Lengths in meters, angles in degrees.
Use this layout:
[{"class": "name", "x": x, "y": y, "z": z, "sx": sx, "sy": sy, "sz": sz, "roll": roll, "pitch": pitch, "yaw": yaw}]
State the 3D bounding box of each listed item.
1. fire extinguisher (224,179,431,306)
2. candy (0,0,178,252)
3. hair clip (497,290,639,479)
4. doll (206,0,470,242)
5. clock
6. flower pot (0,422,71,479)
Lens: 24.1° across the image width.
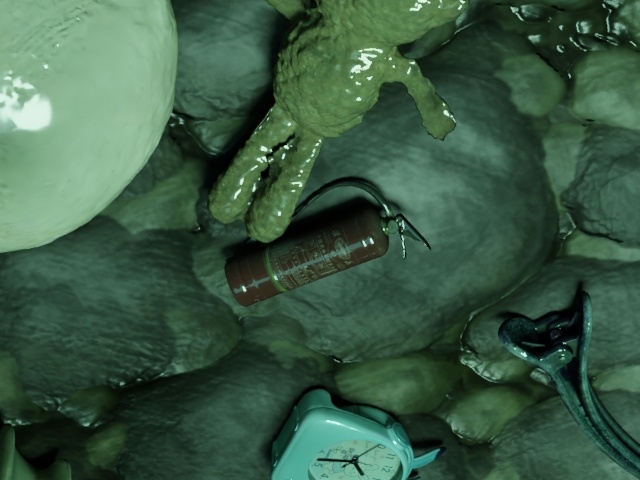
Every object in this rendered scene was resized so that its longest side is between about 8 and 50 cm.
[{"class": "fire extinguisher", "x": 0.000, "y": 0.000, "z": 1.178, "sx": 0.157, "sy": 0.045, "sz": 0.078, "roll": -20, "pitch": 105, "yaw": 16}, {"class": "candy", "x": -0.232, "y": -0.109, "z": 0.981, "sx": 0.295, "sy": 0.185, "sz": 0.295, "roll": -6, "pitch": 128, "yaw": -8}, {"class": "hair clip", "x": 0.247, "y": 0.146, "z": 1.310, "sx": 0.083, "sy": 0.048, "sz": 0.275, "roll": -25, "pitch": 131, "yaw": 16}, {"class": "doll", "x": 0.011, "y": -0.113, "z": 1.057, "sx": 0.203, "sy": 0.091, "sz": 0.286, "roll": 18, "pitch": 122, "yaw": 27}, {"class": "clock", "x": 0.036, "y": 0.193, "z": 1.335, "sx": 0.147, "sy": 0.045, "sz": 0.108, "roll": 17, "pitch": 128, "yaw": -16}, {"class": "flower pot", "x": -0.356, "y": 0.326, "z": 1.360, "sx": 0.367, "sy": 0.164, "sz": 0.254, "roll": -26, "pitch": 131, "yaw": 17}]
